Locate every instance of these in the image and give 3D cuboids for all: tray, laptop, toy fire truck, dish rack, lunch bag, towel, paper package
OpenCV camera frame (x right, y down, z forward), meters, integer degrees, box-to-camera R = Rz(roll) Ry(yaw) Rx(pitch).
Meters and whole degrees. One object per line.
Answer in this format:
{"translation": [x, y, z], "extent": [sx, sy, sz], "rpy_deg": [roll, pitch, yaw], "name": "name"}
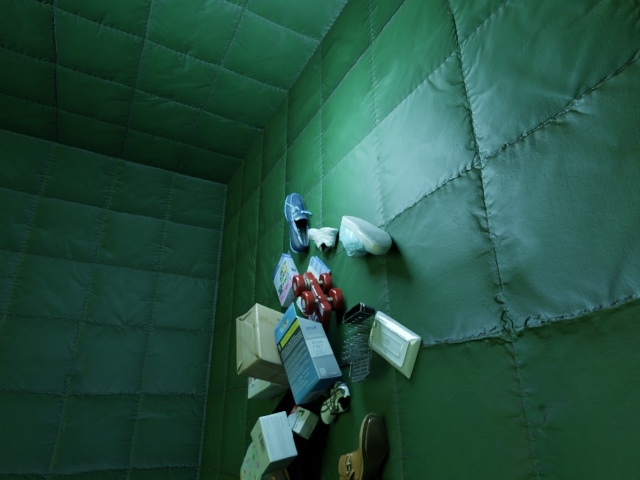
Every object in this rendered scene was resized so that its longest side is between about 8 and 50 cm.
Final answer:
{"translation": [0.245, 0.357, 1.509], "extent": [0.270, 0.030, 0.145], "rpy_deg": [25, 103, 64], "name": "tray"}
{"translation": [-0.072, 0.901, 1.933], "extent": [0.407, 0.236, 0.382], "rpy_deg": [-54, 21, -16], "name": "laptop"}
{"translation": [-0.027, 0.296, 1.942], "extent": [0.302, 0.170, 0.253], "rpy_deg": [-125, 38, -53], "name": "toy fire truck"}
{"translation": [0.138, 0.384, 1.600], "extent": [0.208, 0.074, 0.271], "rpy_deg": [123, 157, -63], "name": "dish rack"}
{"translation": [-0.320, 1.200, 2.202], "extent": [0.224, 0.108, 0.278], "rpy_deg": [47, 122, 56], "name": "lunch bag"}
{"translation": [-0.038, 0.238, 2.129], "extent": [0.209, 0.034, 0.284], "rpy_deg": [43, 118, 60], "name": "towel"}
{"translation": [-0.221, 0.498, 2.030], "extent": [0.168, 0.325, 0.309], "rpy_deg": [-40, 42, 28], "name": "paper package"}

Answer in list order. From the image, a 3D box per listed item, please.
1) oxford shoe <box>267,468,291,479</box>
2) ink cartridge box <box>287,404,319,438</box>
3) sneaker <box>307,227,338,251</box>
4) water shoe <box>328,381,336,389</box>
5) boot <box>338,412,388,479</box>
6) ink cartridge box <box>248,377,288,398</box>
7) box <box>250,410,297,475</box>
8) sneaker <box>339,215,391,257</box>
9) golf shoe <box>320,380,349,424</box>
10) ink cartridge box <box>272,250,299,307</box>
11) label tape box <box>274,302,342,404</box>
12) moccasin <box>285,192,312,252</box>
{"translation": [-0.192, 1.077, 1.916], "extent": [0.097, 0.099, 0.271], "rpy_deg": [40, 136, 50], "name": "oxford shoe"}
{"translation": [-0.080, 0.755, 1.790], "extent": [0.135, 0.056, 0.099], "rpy_deg": [-15, 37, 57], "name": "ink cartridge box"}
{"translation": [0.000, 0.000, 2.093], "extent": [0.232, 0.091, 0.115], "rpy_deg": [-7, 76, 64], "name": "sneaker"}
{"translation": [0.000, 0.592, 1.855], "extent": [0.203, 0.073, 0.080], "rpy_deg": [-9, 74, 63], "name": "water shoe"}
{"translation": [0.142, 0.752, 1.490], "extent": [0.220, 0.109, 0.283], "rpy_deg": [141, 127, -58], "name": "boot"}
{"translation": [-0.271, 0.679, 2.300], "extent": [0.309, 0.130, 0.271], "rpy_deg": [-46, 39, 48], "name": "ink cartridge box"}
{"translation": [-0.194, 0.831, 1.760], "extent": [0.180, 0.119, 0.181], "rpy_deg": [66, 147, 36], "name": "box"}
{"translation": [0.172, 0.015, 1.710], "extent": [0.366, 0.136, 0.149], "rpy_deg": [-127, 46, -68], "name": "sneaker"}
{"translation": [0.059, 0.661, 1.702], "extent": [0.094, 0.077, 0.198], "rpy_deg": [46, 121, 60], "name": "golf shoe"}
{"translation": [-0.199, 0.209, 2.438], "extent": [0.185, 0.065, 0.311], "rpy_deg": [-65, 27, 25], "name": "ink cartridge box"}
{"translation": [-0.067, 0.468, 1.804], "extent": [0.249, 0.115, 0.347], "rpy_deg": [-58, 43, 40], "name": "label tape box"}
{"translation": [-0.103, -0.103, 2.329], "extent": [0.117, 0.138, 0.341], "rpy_deg": [-29, 68, 52], "name": "moccasin"}
